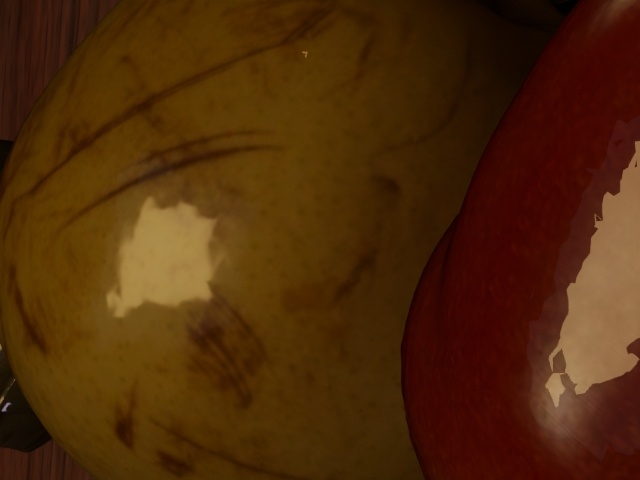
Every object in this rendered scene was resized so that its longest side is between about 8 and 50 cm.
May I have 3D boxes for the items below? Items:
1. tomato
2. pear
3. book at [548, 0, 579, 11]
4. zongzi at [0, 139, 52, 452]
[{"bbox_3d":[0.159,0.010,0.495,0.226,0.298,0.298,37,129,6],"label":"tomato"},{"bbox_3d":[0.000,0.000,0.738,0.280,0.280,0.281,-5,84,58],"label":"pear"},{"bbox_3d":[0.118,-0.260,0.779,0.217,0.021,0.310,-14,77,57],"label":"book"},{"bbox_3d":[-0.164,-0.016,1.151,0.256,0.115,0.228,-47,45,39],"label":"zongzi"}]
